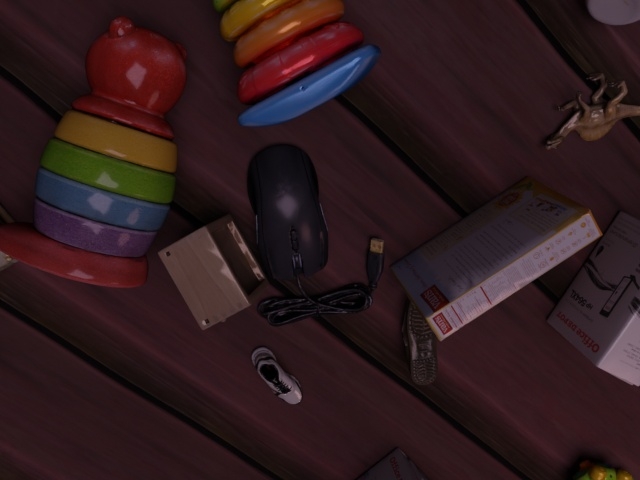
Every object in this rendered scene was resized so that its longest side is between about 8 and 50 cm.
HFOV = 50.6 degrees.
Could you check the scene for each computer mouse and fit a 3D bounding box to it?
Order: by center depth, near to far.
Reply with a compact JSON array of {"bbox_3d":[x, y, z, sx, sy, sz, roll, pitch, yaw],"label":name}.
[{"bbox_3d":[0.000,0.000,0.914,0.184,0.060,0.262,-5,110,-7],"label":"computer mouse"}]

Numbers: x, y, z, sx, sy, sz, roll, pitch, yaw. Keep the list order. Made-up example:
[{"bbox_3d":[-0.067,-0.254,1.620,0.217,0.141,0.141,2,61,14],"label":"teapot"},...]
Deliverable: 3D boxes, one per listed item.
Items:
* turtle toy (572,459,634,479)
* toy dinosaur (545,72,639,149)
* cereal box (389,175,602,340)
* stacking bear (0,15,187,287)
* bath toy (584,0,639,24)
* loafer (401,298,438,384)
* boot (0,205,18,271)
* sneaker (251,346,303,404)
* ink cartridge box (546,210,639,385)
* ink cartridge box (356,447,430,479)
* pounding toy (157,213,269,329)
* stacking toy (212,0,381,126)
[{"bbox_3d":[0.476,0.412,1.138,0.130,0.066,0.095,12,106,-14],"label":"turtle toy"},{"bbox_3d":[0.391,-0.181,0.933,0.183,0.053,0.092,-15,127,3],"label":"toy dinosaur"},{"bbox_3d":[0.221,0.016,0.899,0.240,0.173,0.047,-34,112,4],"label":"cereal box"},{"bbox_3d":[-0.239,-0.105,0.786,0.175,0.164,0.289,12,97,-47],"label":"stacking bear"},{"bbox_3d":[0.304,-0.410,0.791,0.348,0.151,0.129,38,69,-22],"label":"bath toy"},{"bbox_3d":[0.144,0.136,0.995,0.056,0.050,0.148,3,93,-14],"label":"loafer"},{"bbox_3d":[-0.436,0.057,0.852,0.165,0.077,0.213,-25,109,-2],"label":"boot"},{"bbox_3d":[-0.063,0.206,0.986,0.040,0.044,0.109,-38,113,2],"label":"sneaker"},{"bbox_3d":[0.441,0.081,0.971,0.086,0.148,0.203,26,103,-18],"label":"ink cartridge box"},{"bbox_3d":[0.107,0.445,1.053,0.176,0.128,0.127,-40,111,6],"label":"ink cartridge box"},{"bbox_3d":[-0.137,0.049,0.877,0.100,0.141,0.130,-28,95,12],"label":"pounding toy"},{"bbox_3d":[-0.069,-0.289,0.767,0.175,0.166,0.302,-27,100,13],"label":"stacking toy"}]
